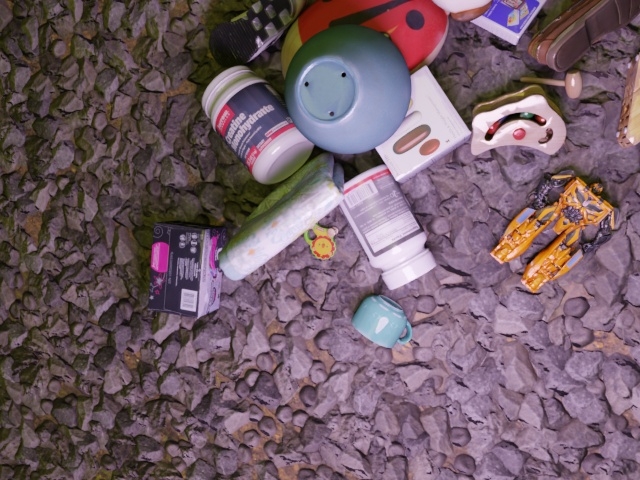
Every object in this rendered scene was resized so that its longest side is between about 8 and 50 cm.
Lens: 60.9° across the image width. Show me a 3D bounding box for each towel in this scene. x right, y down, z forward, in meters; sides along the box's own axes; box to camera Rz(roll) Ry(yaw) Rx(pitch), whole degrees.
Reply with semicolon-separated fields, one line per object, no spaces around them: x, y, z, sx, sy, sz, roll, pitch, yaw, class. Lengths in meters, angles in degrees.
-0.085;-0.074;1.331;0.320;0.374;0.090;-39;103;14;towel

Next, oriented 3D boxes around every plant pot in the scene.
0.040;-0.325;1.182;0.290;0.195;0.290;4;105;16;plant pot

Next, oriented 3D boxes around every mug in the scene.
0.165;0.203;1.412;0.129;0.158;0.097;36;101;35;mug

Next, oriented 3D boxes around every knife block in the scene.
0.811;-0.336;1.201;0.242;0.088;0.275;8;96;15;knife block

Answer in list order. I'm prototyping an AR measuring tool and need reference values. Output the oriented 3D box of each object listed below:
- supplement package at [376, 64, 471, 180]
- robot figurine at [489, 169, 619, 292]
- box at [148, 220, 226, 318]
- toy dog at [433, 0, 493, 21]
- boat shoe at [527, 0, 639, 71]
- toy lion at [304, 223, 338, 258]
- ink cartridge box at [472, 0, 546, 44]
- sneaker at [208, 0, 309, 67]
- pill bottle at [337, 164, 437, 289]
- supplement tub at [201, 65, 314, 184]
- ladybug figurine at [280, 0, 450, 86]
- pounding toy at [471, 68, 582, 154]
0.229;-0.276;1.335;0.203;0.149;0.194;-34;85;14;supplement package
0.561;-0.025;1.296;0.211;0.085;0.291;43;104;8;robot figurine
-0.371;0.075;1.533;0.163;0.142;0.247;8;97;14;box
0.303;-0.681;1.148;0.395;0.284;0.408;-9;65;23;toy dog
0.609;-0.514;1.229;0.307;0.110;0.104;-36;46;-1;boat shoe
0.000;0.000;1.484;0.100;0.034;0.096;23;107;13;toy lion
0.427;-0.593;1.279;0.208;0.045;0.206;35;82;10;ink cartridge box
-0.157;-0.564;1.448;0.330;0.146;0.122;-15;110;39;sneaker
0.165;-0.032;1.366;0.161;0.161;0.283;-30;87;16;pill bottle
-0.162;-0.298;1.412;0.191;0.191;0.272;-44;75;14;supplement tub
0.098;-0.502;1.331;0.449;0.162;0.305;-21;79;14;ladybug figurine
0.493;-0.293;1.304;0.269;0.155;0.154;-15;119;25;pounding toy
